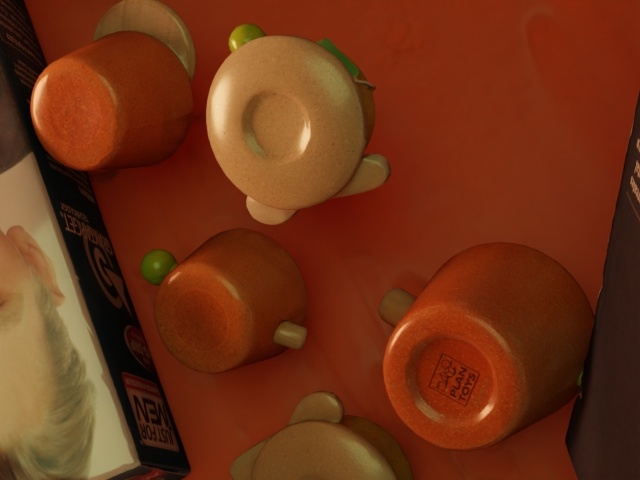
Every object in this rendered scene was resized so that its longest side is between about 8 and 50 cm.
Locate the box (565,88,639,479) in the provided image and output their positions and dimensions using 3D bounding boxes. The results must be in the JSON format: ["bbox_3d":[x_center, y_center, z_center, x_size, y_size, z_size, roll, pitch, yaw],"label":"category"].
[{"bbox_3d":[0.280,0.017,0.624,0.296,0.183,0.294,3,117,-5],"label":"box"}]

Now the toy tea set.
[{"bbox_3d":[0.000,0.000,0.812,0.200,0.124,0.336,-35,87,29],"label":"toy tea set"}]

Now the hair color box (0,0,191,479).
[{"bbox_3d":[-0.216,-0.004,0.848,0.173,0.105,0.347,-23,76,5],"label":"hair color box"}]
